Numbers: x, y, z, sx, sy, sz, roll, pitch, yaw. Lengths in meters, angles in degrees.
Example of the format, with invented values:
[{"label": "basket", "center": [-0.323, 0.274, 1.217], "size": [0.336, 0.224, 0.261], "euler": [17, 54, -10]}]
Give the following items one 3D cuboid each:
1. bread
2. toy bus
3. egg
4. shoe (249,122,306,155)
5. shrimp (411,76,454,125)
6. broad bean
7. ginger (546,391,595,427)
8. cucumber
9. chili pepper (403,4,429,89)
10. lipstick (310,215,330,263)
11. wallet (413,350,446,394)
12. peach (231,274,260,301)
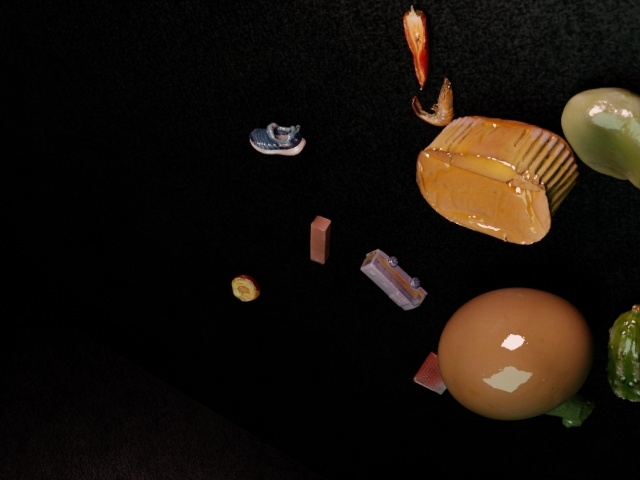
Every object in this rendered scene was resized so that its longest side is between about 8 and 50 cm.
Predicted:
[{"label": "bread", "center": [0.340, -0.127, 1.263], "size": [0.288, 0.156, 0.204], "euler": [17, 140, 41]}, {"label": "toy bus", "center": [0.194, 0.105, 1.737], "size": [0.190, 0.075, 0.064], "euler": [44, 143, -14]}, {"label": "egg", "center": [0.447, 0.258, 1.530], "size": [0.374, 0.301, 0.301], "euler": [-29, 113, 39]}, {"label": "shoe", "center": [-0.106, -0.245, 1.561], "size": [0.143, 0.064, 0.071], "euler": [11, 140, 25]}, {"label": "shrimp", "center": [0.224, -0.276, 1.298], "size": [0.091, 0.025, 0.127], "euler": [24, 147, 15]}, {"label": "broad bean", "center": [0.522, -0.174, 1.126], "size": [0.228, 0.100, 0.169], "euler": [22, 145, 22]}, {"label": "ginger", "center": [0.594, 0.397, 1.761], "size": [0.290, 0.089, 0.137], "euler": [39, 140, -8]}, {"label": "cucumber", "center": [0.700, 0.236, 1.465], "size": [0.134, 0.134, 0.244], "euler": [7, 131, 33]}, {"label": "chili pepper", "center": [0.185, -0.358, 1.227], "size": [0.045, 0.027, 0.178], "euler": [15, 141, 31]}, {"label": "lipstick", "center": [0.000, 0.000, 1.790], "size": [0.045, 0.045, 0.145], "euler": [23, 143, 16]}, {"label": "wallet", "center": [0.357, 0.408, 2.024], "size": [0.103, 0.020, 0.196], "euler": [26, 145, 8]}, {"label": "peach", "center": [-0.238, 0.146, 2.141], "size": [0.098, 0.061, 0.098], "euler": [6, 122, 10]}]
